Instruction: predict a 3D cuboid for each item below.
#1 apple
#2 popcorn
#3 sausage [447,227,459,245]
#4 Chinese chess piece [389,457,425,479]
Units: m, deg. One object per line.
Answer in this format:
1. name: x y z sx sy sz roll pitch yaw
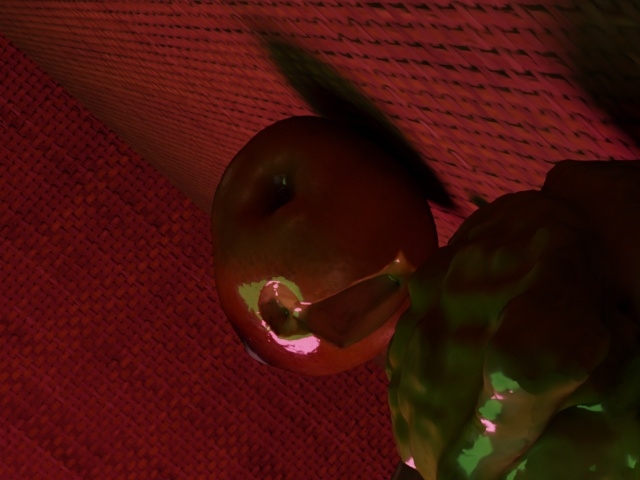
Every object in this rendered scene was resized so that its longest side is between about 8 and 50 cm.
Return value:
1. apple: 0.000 0.000 1.145 0.199 0.199 0.199 40 174 5
2. popcorn: 0.146 0.070 0.671 0.256 0.194 0.255 16 168 27
3. sausage: 0.148 0.033 1.080 0.131 0.039 0.041 40 167 -8
4. Chinese chess piece: 0.136 0.258 1.336 0.146 0.349 0.349 24 174 -1
